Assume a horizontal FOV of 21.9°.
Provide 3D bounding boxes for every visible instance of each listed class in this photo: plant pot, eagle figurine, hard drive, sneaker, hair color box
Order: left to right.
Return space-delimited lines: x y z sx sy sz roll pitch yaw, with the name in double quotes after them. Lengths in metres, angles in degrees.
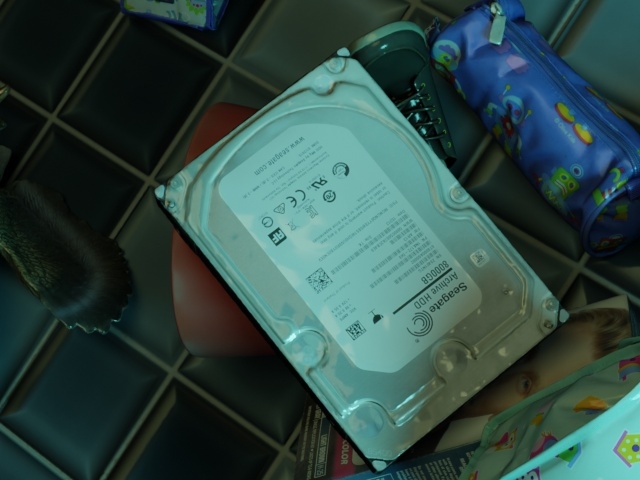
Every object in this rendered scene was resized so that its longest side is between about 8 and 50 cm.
-0.382 0.010 1.911 0.226 0.225 0.298 -25 97 55 "eagle figurine"
0.000 0.000 1.707 0.243 0.275 0.275 5 76 11 "plant pot"
0.037 0.017 1.551 0.237 0.064 0.339 -37 82 -8 "hard drive"
0.096 -0.143 1.724 0.083 0.222 0.118 -25 71 7 "sneaker"
0.155 0.183 1.617 0.347 0.105 0.174 -17 29 16 "hair color box"

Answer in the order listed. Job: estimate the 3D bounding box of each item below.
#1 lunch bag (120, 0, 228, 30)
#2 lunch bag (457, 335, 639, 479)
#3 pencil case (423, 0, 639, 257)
-0.166 -0.332 1.960 0.129 0.096 0.151 14 94 22 "lunch bag"
0.278 0.211 1.403 0.223 0.160 0.262 47 124 -6 "lunch bag"
0.237 -0.129 1.712 0.119 0.133 0.306 -29 64 -16 "pencil case"
